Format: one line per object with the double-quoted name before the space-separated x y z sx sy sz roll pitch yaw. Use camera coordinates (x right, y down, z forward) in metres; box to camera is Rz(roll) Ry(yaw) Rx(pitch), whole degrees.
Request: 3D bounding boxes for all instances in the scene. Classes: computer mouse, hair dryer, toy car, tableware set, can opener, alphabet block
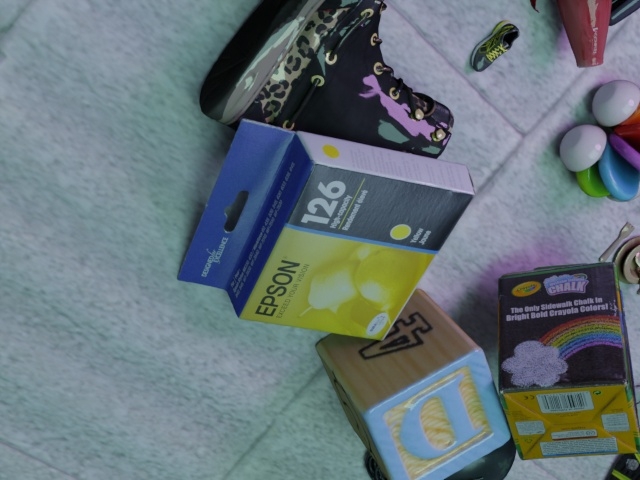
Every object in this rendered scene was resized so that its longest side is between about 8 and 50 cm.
"computer mouse" 0.218 0.392 1.624 0.272 0.072 0.188 -17 118 -14
"hair dryer" 0.421 -0.369 1.318 0.224 0.080 0.293 29 105 -6
"toy car" 0.461 -0.135 1.440 0.159 0.136 0.182 31 99 -31
"tableware set" 0.561 -0.004 1.597 0.128 0.039 0.194 34 98 -31
"can opener" 0.474 -0.369 1.382 0.186 0.059 0.073 -39 122 -2
"alphabet block" 0.136 0.222 1.440 0.193 0.197 0.192 -26 120 -9

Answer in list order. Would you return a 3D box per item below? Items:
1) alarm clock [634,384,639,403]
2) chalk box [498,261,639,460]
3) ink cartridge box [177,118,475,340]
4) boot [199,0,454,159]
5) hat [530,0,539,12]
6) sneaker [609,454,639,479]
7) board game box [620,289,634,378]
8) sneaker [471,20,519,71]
"alarm clock" 0.632 0.266 1.741 0.192 0.064 0.129 -6 116 -16
"chalk box" 0.369 0.156 1.457 0.180 0.289 0.179 -7 133 19
"ink cartridge box" 0.000 0.000 1.278 0.307 0.072 0.303 8 135 -21
"boot" 0.065 -0.232 1.235 0.284 0.138 0.377 37 100 -30
"hat" 0.282 -0.464 1.277 0.173 0.183 0.208 31 69 8
"sneaker" 0.615 0.505 1.819 0.147 0.145 0.384 2 117 -45
"board game box" 0.454 0.185 1.644 0.136 0.035 0.201 -23 120 -11
"sneaker" 0.242 -0.268 1.349 0.031 0.035 0.083 32 99 -30
